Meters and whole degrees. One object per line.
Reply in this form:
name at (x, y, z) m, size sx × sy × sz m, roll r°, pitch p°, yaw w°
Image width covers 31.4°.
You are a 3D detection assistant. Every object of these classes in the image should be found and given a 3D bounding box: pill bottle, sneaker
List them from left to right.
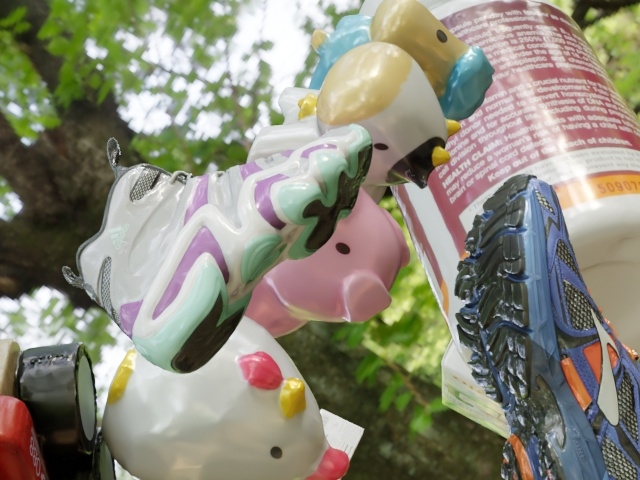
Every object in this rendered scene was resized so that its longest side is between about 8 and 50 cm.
sneaker at (-0.035, -0.014, 0.343) m, size 0.098 × 0.069 × 0.038 m, roll -44°, pitch -22°, yaw -25°
pill bottle at (0.170, -0.082, 1.032) m, size 0.224 × 0.392 × 0.224 m, roll -11°, pitch -40°, yaw -9°
sneaker at (0.136, 0.071, 0.624) m, size 0.087 × 0.221 × 0.083 m, roll -10°, pitch -4°, yaw -23°

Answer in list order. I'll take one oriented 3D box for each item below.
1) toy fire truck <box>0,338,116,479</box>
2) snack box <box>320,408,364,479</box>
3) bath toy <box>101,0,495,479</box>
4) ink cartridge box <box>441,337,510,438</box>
toy fire truck at (-0.141, 0.194, 0.530) m, size 0.246 × 0.158 × 0.217 m, roll -97°, pitch 3°, yaw -53°
snack box at (-0.007, 0.299, 1.444) m, size 0.178 × 0.064 × 0.022 m, roll -59°, pitch -9°, yaw -38°
bath toy at (0.000, 0.000, 0.662) m, size 0.151 × 0.129 × 0.348 m, roll 111°, pitch -176°, yaw -51°
ink cartridge box at (0.262, 0.180, 1.422) m, size 0.117 × 0.201 × 0.278 m, roll -59°, pitch -14°, yaw -12°
